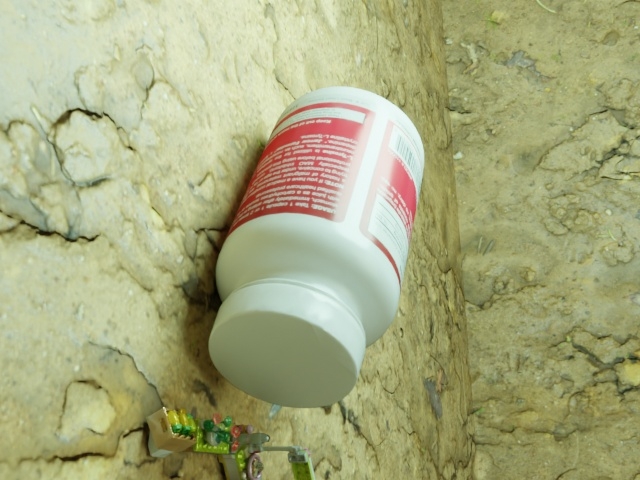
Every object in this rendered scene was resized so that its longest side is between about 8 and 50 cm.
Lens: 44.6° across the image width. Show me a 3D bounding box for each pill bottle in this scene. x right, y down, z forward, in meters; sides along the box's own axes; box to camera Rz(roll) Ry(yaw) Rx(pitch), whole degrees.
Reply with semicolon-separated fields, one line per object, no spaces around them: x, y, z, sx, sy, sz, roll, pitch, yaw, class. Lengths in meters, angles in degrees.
0.000;0.000;1.010;0.408;0.229;0.229;-72;148;-45;pill bottle

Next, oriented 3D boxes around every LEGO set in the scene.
-0.082;0.262;0.896;0.132;0.107;0.287;-69;146;-49;LEGO set
